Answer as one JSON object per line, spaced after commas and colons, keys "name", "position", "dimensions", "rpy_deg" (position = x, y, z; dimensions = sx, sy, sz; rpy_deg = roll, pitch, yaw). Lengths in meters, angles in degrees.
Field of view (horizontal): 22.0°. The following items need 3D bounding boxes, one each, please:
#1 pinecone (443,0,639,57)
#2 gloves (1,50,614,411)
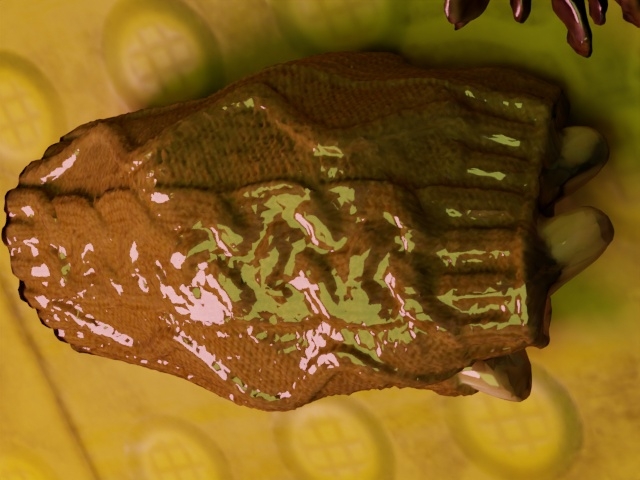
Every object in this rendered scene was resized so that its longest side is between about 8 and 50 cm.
{"name": "pinecone", "position": [0.136, -0.173, 0.662], "dimensions": [0.212, 0.169, 0.185], "rpy_deg": [-10, 67, 30]}
{"name": "gloves", "position": [-0.013, 0.007, 0.862], "dimensions": [0.356, 0.155, 0.203], "rpy_deg": [-6, 114, 30]}
